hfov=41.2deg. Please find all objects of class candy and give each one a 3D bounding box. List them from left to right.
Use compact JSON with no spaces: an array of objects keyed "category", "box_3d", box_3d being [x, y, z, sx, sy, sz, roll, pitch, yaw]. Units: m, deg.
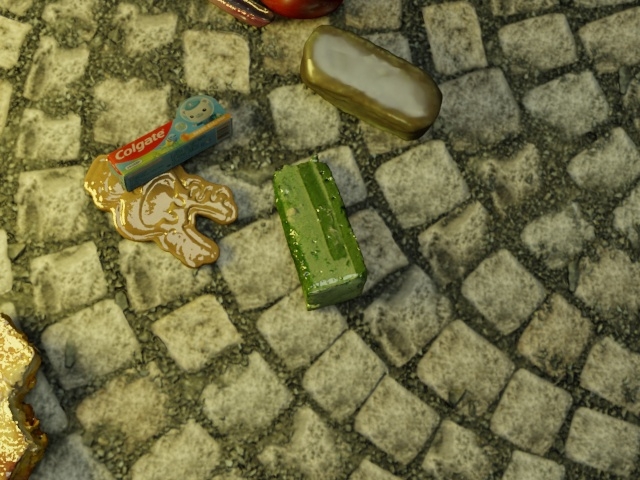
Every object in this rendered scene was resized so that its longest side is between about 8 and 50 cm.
[{"category":"candy","box_3d":[0.079,-0.246,1.336,0.234,0.104,0.102,25,83,-1]}]

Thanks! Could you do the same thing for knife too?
[{"category":"knife","box_3d":[-0.188,-0.432,1.369,0.278,0.053,0.123,39,47,-3]}]

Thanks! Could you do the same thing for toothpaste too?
[{"category":"toothpaste","box_3d":[-0.232,-0.153,1.295,0.193,0.044,0.070,-33,66,-22]}]

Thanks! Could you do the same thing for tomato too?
[{"category":"tomato","box_3d":[-0.062,-0.413,1.354,0.174,0.166,0.082,50,123,21]}]

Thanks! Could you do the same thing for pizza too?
[{"category":"pizza","box_3d":[-0.451,0.233,1.199,0.161,0.085,0.305,-10,78,14]}]

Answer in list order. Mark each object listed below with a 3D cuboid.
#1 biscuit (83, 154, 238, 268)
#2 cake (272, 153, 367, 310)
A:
[{"category":"biscuit","box_3d":[-0.246,-0.058,1.303,0.236,0.040,0.144,26,73,-3]},{"category":"cake","box_3d":[-0.005,-0.009,1.320,0.100,0.099,0.235,-15,61,-8]}]
